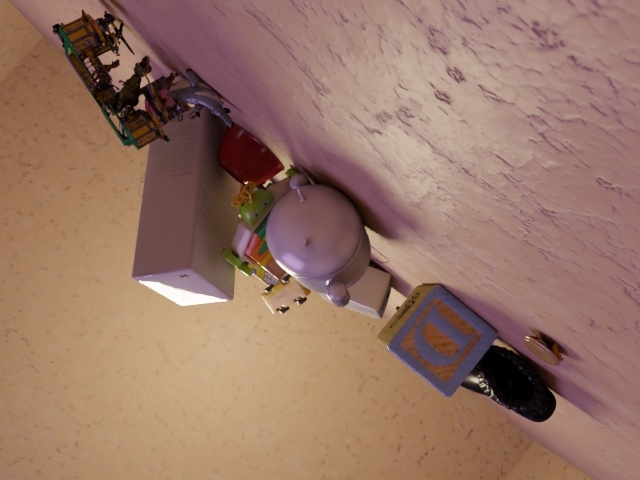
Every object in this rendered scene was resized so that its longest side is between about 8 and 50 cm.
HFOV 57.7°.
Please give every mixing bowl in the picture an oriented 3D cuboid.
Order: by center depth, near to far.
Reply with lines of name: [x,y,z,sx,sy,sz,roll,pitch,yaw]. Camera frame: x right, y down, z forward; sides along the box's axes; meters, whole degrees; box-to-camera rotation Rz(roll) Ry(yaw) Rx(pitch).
mixing bowl: [-0.190,-0.200,1.457,0.181,0.098,0.181,39,176,3]

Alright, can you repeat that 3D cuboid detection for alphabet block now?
alphabet block: [0.272,0.232,1.399,0.192,0.193,0.197,41,175,2]

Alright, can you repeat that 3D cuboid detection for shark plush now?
shark plush: [-0.248,-0.291,1.242,0.161,0.067,0.073,40,175,-2]

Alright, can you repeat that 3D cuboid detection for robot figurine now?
robot figurine: [0.000,0.000,1.270,0.353,0.200,0.299,52,-165,-71]

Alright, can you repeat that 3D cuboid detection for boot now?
boot: [0.423,0.330,1.476,0.348,0.131,0.260,22,172,38]

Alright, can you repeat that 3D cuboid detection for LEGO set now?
LEGO set: [-0.406,-0.364,1.279,0.331,0.192,0.255,57,163,-9]

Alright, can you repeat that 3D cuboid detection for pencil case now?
pencil case: [-0.439,-0.370,1.673,0.124,0.124,0.284,41,175,-13]

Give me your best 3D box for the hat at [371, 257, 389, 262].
hat: [0.054,0.006,1.636,0.184,0.208,0.173,5,146,-22]

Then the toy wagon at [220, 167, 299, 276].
toy wagon: [-0.127,-0.046,1.388,0.068,0.267,0.344,37,174,13]

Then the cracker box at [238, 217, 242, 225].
cracker box: [-0.292,-0.155,1.884,0.067,0.232,0.155,0,165,12]

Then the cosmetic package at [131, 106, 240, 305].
cosmetic package: [-0.324,-0.087,1.478,0.162,0.452,0.230,-8,154,16]

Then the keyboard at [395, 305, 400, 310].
keyboard: [0.363,0.286,2.172,0.100,0.038,0.192,13,-168,-40]

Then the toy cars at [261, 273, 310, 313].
toy cars: [-0.088,0.073,1.829,0.177,0.087,0.393,23,125,23]

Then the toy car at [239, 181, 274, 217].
toy car: [-0.155,-0.108,1.772,0.189,0.155,0.149,22,165,41]

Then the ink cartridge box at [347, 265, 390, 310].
ink cartridge box: [0.111,0.153,1.903,0.226,0.131,0.306,19,172,11]

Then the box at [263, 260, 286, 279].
box: [-0.135,-0.008,1.953,0.149,0.232,0.127,42,174,-25]

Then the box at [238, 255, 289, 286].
box: [-0.161,0.036,2.262,0.290,0.279,0.177,41,174,-16]

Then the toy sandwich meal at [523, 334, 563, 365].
toy sandwich meal: [0.405,0.194,1.049,0.085,0.029,0.085,43,172,7]
